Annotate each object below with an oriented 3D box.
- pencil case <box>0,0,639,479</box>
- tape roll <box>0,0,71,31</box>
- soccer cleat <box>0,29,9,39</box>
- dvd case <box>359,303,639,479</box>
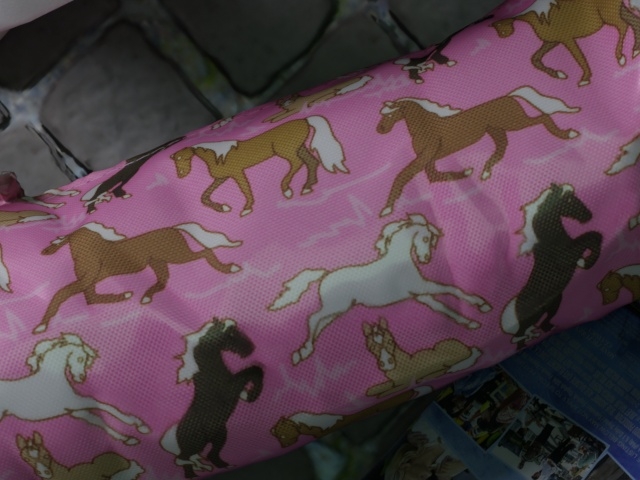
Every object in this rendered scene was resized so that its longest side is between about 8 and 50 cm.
[{"bbox_3d":[0.000,0.000,0.891,0.386,0.160,0.167,-21,106,1],"label":"pencil case"},{"bbox_3d":[-0.145,-0.233,0.861,0.286,0.100,0.286,-19,50,25],"label":"tape roll"},{"bbox_3d":[-0.157,-0.172,0.948,0.068,0.076,0.196,35,89,4],"label":"soccer cleat"},{"bbox_3d":[0.098,0.150,0.895,0.253,0.022,0.180,-47,57,-5],"label":"dvd case"}]
